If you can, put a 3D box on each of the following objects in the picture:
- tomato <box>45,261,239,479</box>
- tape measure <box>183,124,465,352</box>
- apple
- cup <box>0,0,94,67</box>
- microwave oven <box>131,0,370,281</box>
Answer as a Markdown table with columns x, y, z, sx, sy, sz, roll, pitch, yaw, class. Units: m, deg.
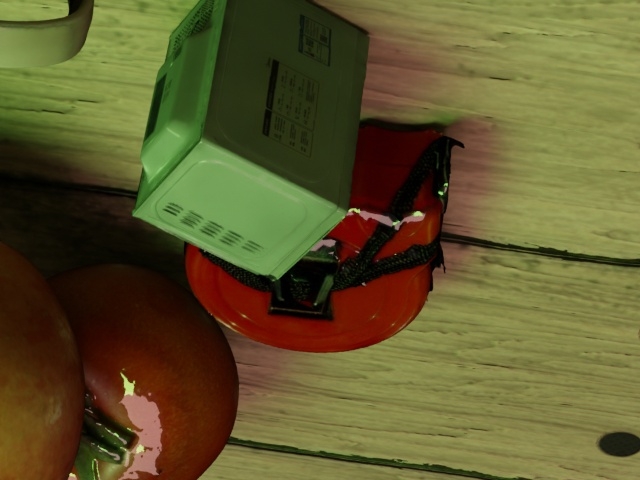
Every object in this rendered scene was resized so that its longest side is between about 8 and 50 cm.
| x | y | z | sx | sy | sz | roll | pitch | yaw | class |
| --- | --- | --- | --- | --- | --- | --- | --- | --- | --- |
| -0.205 | 0.147 | 1.783 | 0.256 | 0.224 | 0.256 | 7 | 108 | 22 | tomato |
| -0.001 | 0.000 | 1.681 | 0.253 | 0.114 | 0.260 | 4 | 140 | 4 | tape measure |
| -0.394 | 0.147 | 1.559 | 0.364 | 0.364 | 0.364 | 4 | 140 | 4 | apple |
| -0.328 | -0.211 | 1.361 | 0.288 | 0.273 | 0.208 | 34 | 127 | -26 | cup |
| -0.058 | -0.097 | 1.501 | 0.162 | 0.208 | 0.122 | 26 | 137 | -21 | microwave oven |
